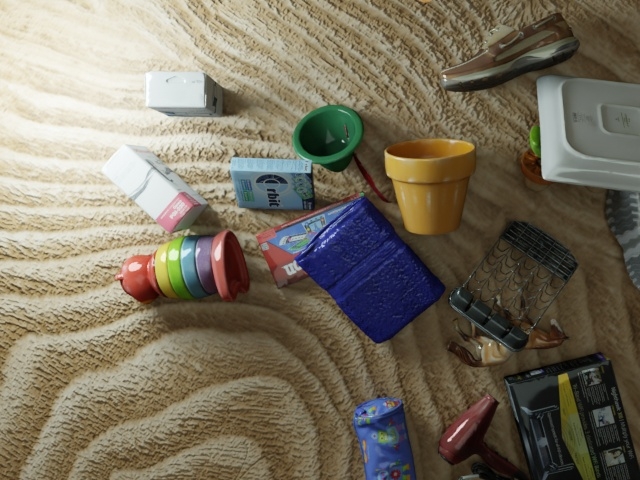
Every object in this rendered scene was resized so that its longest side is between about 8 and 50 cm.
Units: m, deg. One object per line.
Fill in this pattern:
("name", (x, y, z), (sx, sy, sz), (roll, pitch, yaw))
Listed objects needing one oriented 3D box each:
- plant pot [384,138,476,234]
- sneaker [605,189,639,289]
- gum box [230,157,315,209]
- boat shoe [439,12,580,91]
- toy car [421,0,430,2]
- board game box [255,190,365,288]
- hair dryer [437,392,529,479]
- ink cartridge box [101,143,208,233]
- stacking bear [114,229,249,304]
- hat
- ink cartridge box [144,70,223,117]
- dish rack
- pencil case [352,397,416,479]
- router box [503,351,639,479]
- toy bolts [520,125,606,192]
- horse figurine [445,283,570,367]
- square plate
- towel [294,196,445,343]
("plant pot", (0.253, -0.120, 1.765), (0.205, 0.205, 0.187), (-3, 110, 4))
("sneaker", (0.751, -0.027, 1.792), (0.115, 0.105, 0.281), (-14, 91, -25))
("gum box", (-0.108, -0.131, 1.800), (0.185, 0.157, 0.041), (2, 59, 4))
("boat shoe", (0.422, -0.431, 1.768), (0.325, 0.123, 0.116), (-18, 85, -2))
("toy car", (0.297, -0.647, 1.743), (0.210, 0.219, 0.238), (22, 124, 1))
("board game box", (0.000, 0.000, 1.863), (0.281, 0.027, 0.145), (-23, 93, 5))
("hair dryer", (0.392, 0.511, 1.861), (0.224, 0.080, 0.293), (-3, 99, -12))
("ink cartridge box", (-0.386, -0.124, 1.814), (0.218, 0.158, 0.092), (40, 97, 0))
("stacking bear", (-0.338, 0.076, 1.831), (0.289, 0.175, 0.164), (-10, 95, 12))
("hat", (0.044, -0.192, 1.851), (0.173, 0.183, 0.208), (-20, 53, 6))
("ink cartridge box", (-0.311, -0.335, 1.779), (0.140, 0.191, 0.082), (2, 94, 4))
("dish rack", (0.455, 0.095, 1.790), (0.208, 0.074, 0.271), (37, 75, 11))
("pencil case", (0.155, 0.533, 1.839), (0.133, 0.119, 0.306), (-9, 92, -18))
("router box", (0.595, 0.445, 1.824), (0.243, 0.081, 0.308), (-15, 93, 5))
("toy bolts", (0.586, -0.203, 1.780), (0.229, 0.158, 0.218), (14, 51, 9))
("horse figurine", (0.429, 0.225, 1.830), (0.263, 0.066, 0.174), (-32, 85, 3))
("square plate", (0.655, -0.244, 1.683), (0.344, 0.049, 0.347), (8, 51, 3))
("towel", (0.118, 0.072, 1.822), (0.228, 0.076, 0.308), (-40, 100, 13))
